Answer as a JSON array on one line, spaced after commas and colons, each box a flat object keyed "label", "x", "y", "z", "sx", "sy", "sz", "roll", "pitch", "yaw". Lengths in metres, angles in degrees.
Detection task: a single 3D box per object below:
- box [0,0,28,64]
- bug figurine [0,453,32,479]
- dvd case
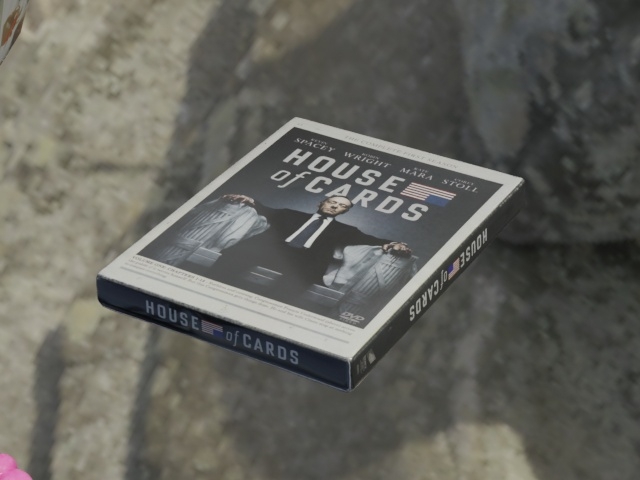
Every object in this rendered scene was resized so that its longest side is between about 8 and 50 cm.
[{"label": "box", "x": -0.171, "y": -0.192, "z": 0.940, "sx": 0.063, "sy": 0.067, "sz": 0.324, "roll": -66, "pitch": 4, "yaw": -35}, {"label": "bug figurine", "x": -0.266, "y": 0.102, "z": 1.102, "sx": 0.216, "sy": 0.279, "sz": 0.072, "roll": 41, "pitch": 89, "yaw": 13}, {"label": "dvd case", "x": 0.000, "y": 0.000, "z": 1.167, "sx": 0.179, "sy": 0.029, "sz": 0.239, "roll": 17, "pitch": 36, "yaw": 25}]
